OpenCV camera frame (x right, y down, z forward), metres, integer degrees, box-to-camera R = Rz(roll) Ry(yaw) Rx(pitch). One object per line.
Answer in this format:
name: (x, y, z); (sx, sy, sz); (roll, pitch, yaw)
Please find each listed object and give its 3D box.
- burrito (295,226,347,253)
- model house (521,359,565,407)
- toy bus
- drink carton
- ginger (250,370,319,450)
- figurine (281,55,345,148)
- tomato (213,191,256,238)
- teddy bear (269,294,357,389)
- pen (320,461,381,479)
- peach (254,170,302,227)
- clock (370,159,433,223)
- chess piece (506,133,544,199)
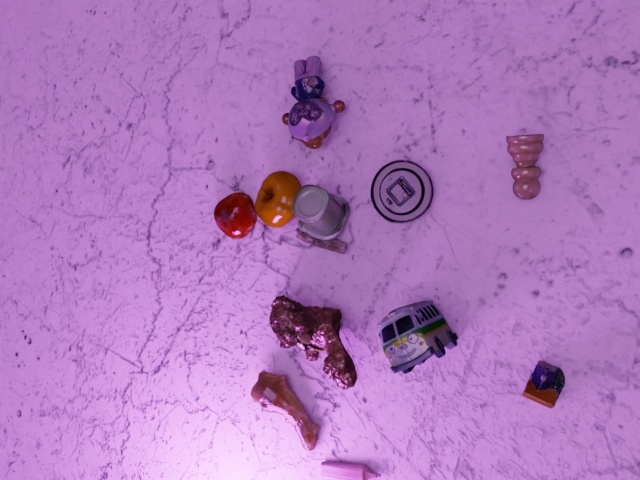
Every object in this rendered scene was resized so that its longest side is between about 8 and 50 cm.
burrito: (0.000, 0.000, 1.832); (0.185, 0.041, 0.045); (17, 108, 25)
model house: (0.588, 0.380, 1.554); (0.087, 0.100, 0.101); (24, 101, 21)
toy bus: (0.257, 0.253, 1.603); (0.133, 0.276, 0.165); (-33, 76, 21)
drink carton: (-0.006, -0.090, 1.760); (0.144, 0.142, 0.146); (21, 83, 21)
ginger: (-0.110, 0.542, 1.885); (0.131, 0.086, 0.294); (-36, 82, -2)
figurine: (-0.023, -0.420, 1.782); (0.194, 0.133, 0.274); (15, 87, 22)
tomato: (-0.287, -0.079, 1.940); (0.155, 0.069, 0.156); (2, 94, 24)
teddy bear: (-0.034, 0.300, 1.761); (0.222, 0.246, 0.296); (-16, 56, 6)
pen: (0.094, 0.710, 1.826); (0.197, 0.032, 0.053); (-2, 91, 27)
peach: (-0.129, -0.127, 1.836); (0.179, 0.103, 0.179); (-26, 55, 44)
clock: (0.237, -0.141, 1.721); (0.184, 0.040, 0.184); (1, 92, 23)
chess piece: (0.538, -0.193, 1.566); (0.094, 0.094, 0.170); (1, 100, 24)
